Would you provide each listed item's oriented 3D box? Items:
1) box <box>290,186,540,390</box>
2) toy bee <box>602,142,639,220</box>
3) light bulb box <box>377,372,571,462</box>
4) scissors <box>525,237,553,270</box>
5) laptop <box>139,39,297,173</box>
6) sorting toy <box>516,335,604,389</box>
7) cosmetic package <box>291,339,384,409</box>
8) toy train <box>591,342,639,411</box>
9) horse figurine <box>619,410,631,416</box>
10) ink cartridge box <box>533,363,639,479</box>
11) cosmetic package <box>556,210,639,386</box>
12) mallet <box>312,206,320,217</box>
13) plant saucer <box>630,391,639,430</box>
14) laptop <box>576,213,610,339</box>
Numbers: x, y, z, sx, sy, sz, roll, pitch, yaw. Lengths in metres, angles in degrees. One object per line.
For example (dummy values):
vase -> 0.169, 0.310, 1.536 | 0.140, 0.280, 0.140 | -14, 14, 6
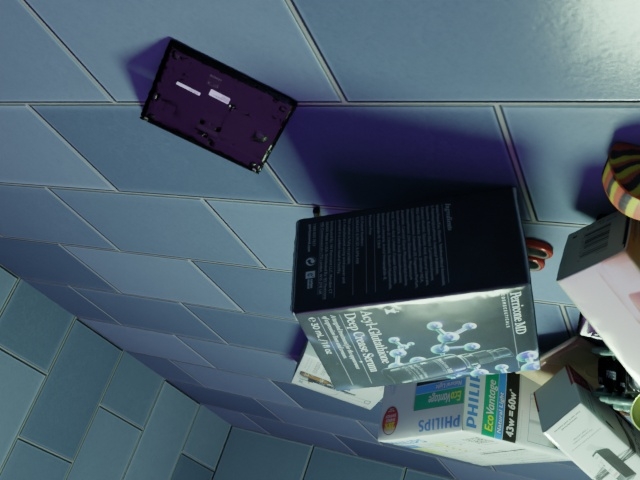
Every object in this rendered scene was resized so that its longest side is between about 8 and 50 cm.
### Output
box -> 0.178, 0.099, 1.432 | 0.396, 0.211, 0.293 | -9, 141, 13
toy bee -> 0.540, -0.041, 1.097 | 0.298, 0.162, 0.195 | 3, 149, 33
light bulb box -> 0.399, 0.430, 2.027 | 0.361, 0.225, 0.358 | 20, 154, -25
scissors -> 0.303, 0.007, 1.551 | 0.297, 0.021, 0.109 | 13, 157, 18
laptop -> -0.189, -0.231, 1.427 | 0.234, 0.136, 0.264 | 24, 130, -11
sorting toy -> 0.596, 0.298, 1.863 | 0.208, 0.038, 0.193 | 26, 135, -23
cosmetic package -> 0.072, 0.410, 2.477 | 0.285, 0.097, 0.377 | 17, 156, 0
toy train -> 0.674, 0.280, 1.629 | 0.190, 0.142, 0.334 | 2, 173, 9
horse figurine -> 0.761, 0.415, 2.001 | 0.175, 0.066, 0.263 | 19, 157, -10
ink cartridge box -> 0.617, 0.436, 1.754 | 0.273, 0.197, 0.114 | 43, 108, -5
cosmetic package -> 0.530, 0.110, 1.288 | 0.129, 0.153, 0.296 | -31, 106, 37
mallet -> 0.000, 0.000, 1.707 | 0.039, 0.062, 0.189 | 11, 154, 17
plant saucer -> 0.687, 0.293, 1.432 | 0.241, 0.037, 0.241 | 5, 136, 5
laptop -> 0.689, 0.101, 1.456 | 0.382, 0.236, 0.407 | 10, 126, 19
